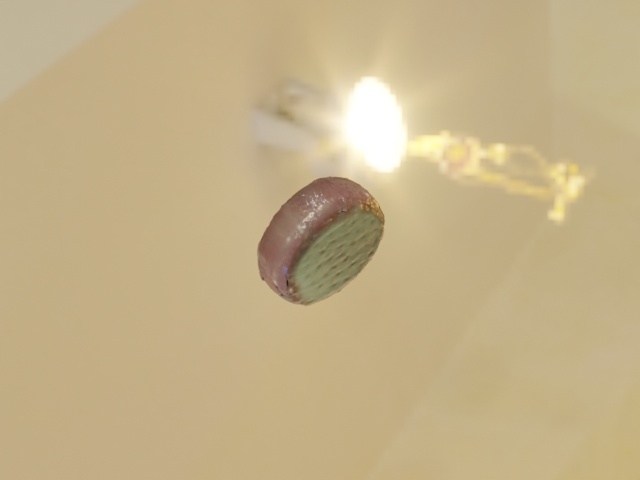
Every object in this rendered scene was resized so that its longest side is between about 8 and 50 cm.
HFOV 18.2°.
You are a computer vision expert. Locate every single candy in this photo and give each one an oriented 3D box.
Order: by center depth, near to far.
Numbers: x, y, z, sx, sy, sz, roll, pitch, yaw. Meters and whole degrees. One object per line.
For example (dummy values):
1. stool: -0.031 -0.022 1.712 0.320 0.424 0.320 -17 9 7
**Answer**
1. candy: 0.000 0.000 1.475 0.103 0.043 0.103 -31 -32 -22
